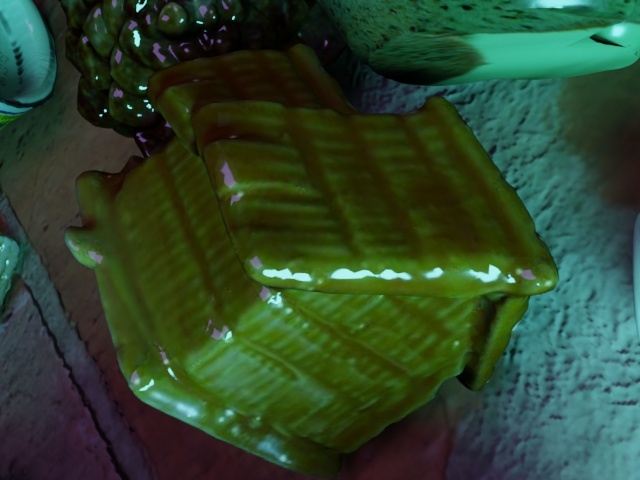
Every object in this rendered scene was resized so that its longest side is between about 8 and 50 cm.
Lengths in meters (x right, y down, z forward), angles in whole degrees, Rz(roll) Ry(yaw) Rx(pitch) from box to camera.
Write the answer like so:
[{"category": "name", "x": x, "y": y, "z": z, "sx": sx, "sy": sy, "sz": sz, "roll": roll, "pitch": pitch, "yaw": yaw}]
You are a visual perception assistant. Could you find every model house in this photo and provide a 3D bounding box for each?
[{"category": "model house", "x": -0.001, "y": 0.001, "z": 0.442, "sx": 0.229, "sy": 0.220, "sz": 0.199, "roll": -35, "pitch": 51, "yaw": 20}]

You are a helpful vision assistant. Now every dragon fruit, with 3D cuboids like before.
[{"category": "dragon fruit", "x": 0.093, "y": -0.163, "z": 0.398, "sx": 0.295, "sy": 0.268, "sz": 0.129, "roll": 3, "pitch": 90, "yaw": 40}]

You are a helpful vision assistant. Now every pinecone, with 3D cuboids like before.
[{"category": "pinecone", "x": -0.094, "y": -0.168, "z": 0.554, "sx": 0.201, "sy": 0.203, "sz": 0.228, "roll": 15, "pitch": 106, "yaw": 56}]

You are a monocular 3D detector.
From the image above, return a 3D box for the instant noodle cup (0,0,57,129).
[{"category": "instant noodle cup", "x": -0.452, "y": -0.162, "z": 0.742, "sx": 0.313, "sy": 0.284, "sz": 0.284, "roll": -21, "pitch": 67, "yaw": 16}]

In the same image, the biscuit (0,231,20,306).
[{"category": "biscuit", "x": -0.383, "y": 0.092, "z": 0.734, "sx": 0.108, "sy": 0.062, "sz": 0.238, "roll": 17, "pitch": 85, "yaw": 36}]

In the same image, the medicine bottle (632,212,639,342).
[{"category": "medicine bottle", "x": 0.251, "y": 0.020, "z": 0.349, "sx": 0.184, "sy": 0.086, "sz": 0.086, "roll": -2, "pitch": 76, "yaw": 31}]
